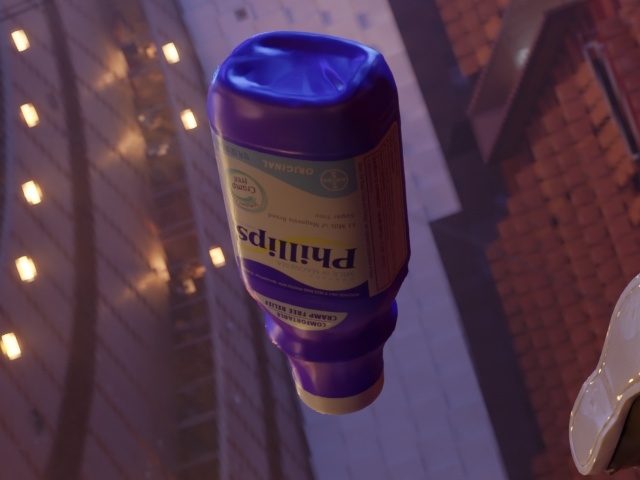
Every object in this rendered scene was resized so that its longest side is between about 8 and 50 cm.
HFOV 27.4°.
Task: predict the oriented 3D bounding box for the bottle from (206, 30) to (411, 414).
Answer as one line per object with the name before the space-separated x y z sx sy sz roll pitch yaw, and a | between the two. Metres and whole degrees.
bottle | 0.000 0.000 0.875 0.283 0.118 0.092 83 -151 -41

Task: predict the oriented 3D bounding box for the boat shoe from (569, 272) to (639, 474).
boat shoe | 0.368 0.145 1.441 0.116 0.096 0.324 -99 17 -45
